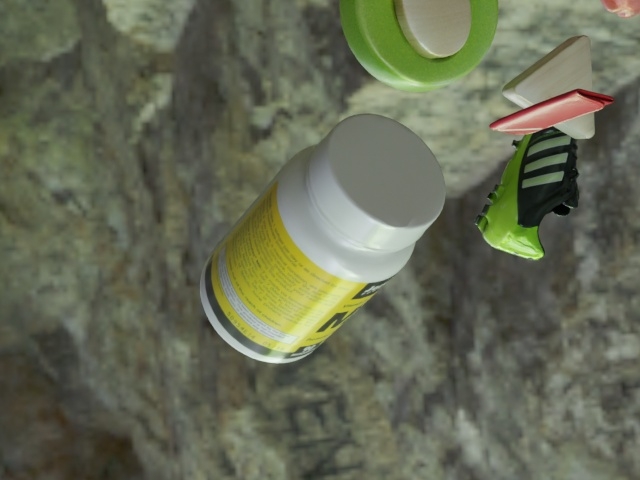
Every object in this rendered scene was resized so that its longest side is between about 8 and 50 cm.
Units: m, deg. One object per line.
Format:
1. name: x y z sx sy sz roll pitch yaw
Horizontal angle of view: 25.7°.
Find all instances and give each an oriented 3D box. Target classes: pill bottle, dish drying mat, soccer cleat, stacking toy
1. pill bottle: 0.000 0.000 1.075 0.208 0.119 0.119 -46 -133 48
2. dish drying mat: 0.143 -0.079 0.879 0.083 0.032 0.008 -16 -112 56
3. soccer cleat: 0.198 -0.065 1.216 0.179 0.072 0.060 -62 179 -15
4. stacking toy: 0.170 -0.238 1.087 0.130 0.308 0.280 3 -102 68
